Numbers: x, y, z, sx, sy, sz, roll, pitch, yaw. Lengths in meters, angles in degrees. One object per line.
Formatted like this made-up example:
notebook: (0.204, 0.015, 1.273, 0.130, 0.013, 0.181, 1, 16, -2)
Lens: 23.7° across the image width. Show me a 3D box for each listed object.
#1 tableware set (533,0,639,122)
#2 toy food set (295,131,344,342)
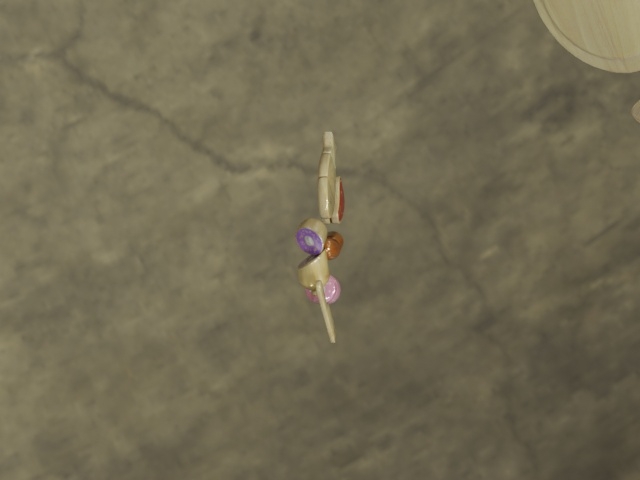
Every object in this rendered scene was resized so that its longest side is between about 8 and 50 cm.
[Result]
tableware set: (0.162, -0.150, 0.688, 0.039, 0.128, 0.194, -38, 173, -34)
toy food set: (0.000, 0.000, 0.961, 0.019, 0.122, 0.078, -3, 139, 10)
